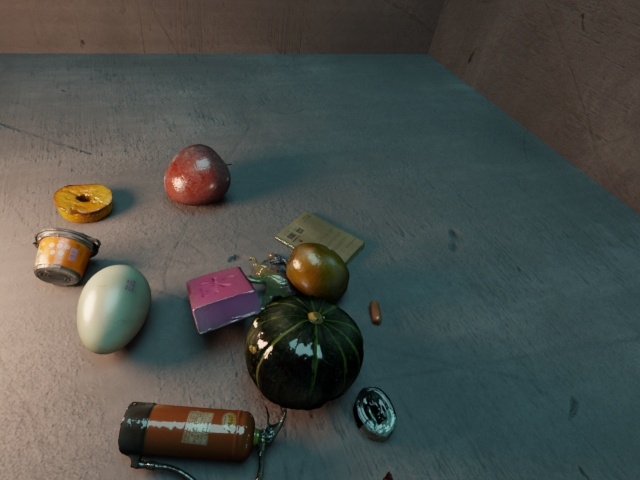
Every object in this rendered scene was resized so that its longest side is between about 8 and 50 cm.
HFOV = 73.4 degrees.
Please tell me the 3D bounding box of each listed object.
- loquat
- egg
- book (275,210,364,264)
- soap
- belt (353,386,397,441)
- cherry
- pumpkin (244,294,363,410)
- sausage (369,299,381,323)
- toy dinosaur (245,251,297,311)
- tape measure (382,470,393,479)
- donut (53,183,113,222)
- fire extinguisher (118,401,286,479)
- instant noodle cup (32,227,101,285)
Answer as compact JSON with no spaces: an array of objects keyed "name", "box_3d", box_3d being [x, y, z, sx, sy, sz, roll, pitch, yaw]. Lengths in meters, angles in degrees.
[{"name":"loquat","box_3d":[-0.004,0.106,1.401,0.227,0.179,0.179,35,39,-19]},{"name":"egg","box_3d":[-0.573,0.188,1.193,0.182,0.183,0.265,5,50,-7]},{"name":"book","box_3d":[0.000,0.000,1.634,0.282,0.025,0.214,31,47,21]},{"name":"soap","box_3d":[-0.291,0.164,1.260,0.180,0.081,0.259,-16,17,-16]},{"name":"belt","box_3d":[0.145,0.463,1.151,0.105,0.058,0.140,-15,49,-21]},{"name":"cherry","box_3d":[-0.466,-0.257,1.668,0.285,0.213,0.236,-26,46,-23]},{"name":"pumpkin","box_3d":[-0.043,0.288,1.138,0.322,0.242,0.323,13,21,-5]},{"name":"sausage","box_3d":[0.182,0.236,1.417,0.034,0.034,0.083,2,45,-10]},{"name":"toy dinosaur","box_3d":[-0.162,0.128,1.424,0.161,0.077,0.294,-3,45,-18]},{"name":"tape measure","box_3d":[0.074,0.648,0.899,0.252,0.114,0.261,-3,45,-14]},{"name":"donut","box_3d":[-0.851,-0.132,1.552,0.190,0.075,0.174,-23,52,-37]},{"name":"fire extinguisher","box_3d":[-0.274,0.489,1.020,0.375,0.113,0.201,5,85,-5]},{"name":"instant noodle cup","box_3d":[-0.785,0.061,1.307,0.207,0.178,0.126,-13,57,18]}]
